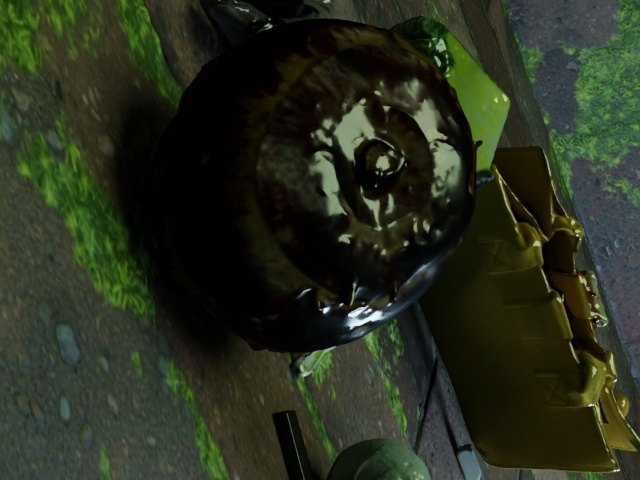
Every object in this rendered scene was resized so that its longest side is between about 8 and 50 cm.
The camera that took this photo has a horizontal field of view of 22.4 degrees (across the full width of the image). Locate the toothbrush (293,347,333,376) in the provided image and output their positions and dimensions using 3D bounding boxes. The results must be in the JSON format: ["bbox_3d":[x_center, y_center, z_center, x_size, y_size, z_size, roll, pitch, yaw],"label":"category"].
[{"bbox_3d":[0.016,0.100,1.685,0.022,0.026,0.263,66,18,-4],"label":"toothbrush"}]

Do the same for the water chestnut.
[{"bbox_3d":[-0.021,-0.047,1.391,0.300,0.300,0.300,-16,90,-73],"label":"water chestnut"}]

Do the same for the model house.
[{"bbox_3d":[0.081,-0.107,1.817,0.170,0.194,0.211,47,41,-28],"label":"model house"}]

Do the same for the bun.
[{"bbox_3d":[0.048,0.256,1.504,0.083,0.141,0.141,-8,81,-33],"label":"bun"}]

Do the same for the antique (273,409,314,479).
[{"bbox_3d":[-0.008,0.249,1.493,0.031,0.015,0.192,-6,80,-73],"label":"antique"}]

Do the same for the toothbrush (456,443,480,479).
[{"bbox_3d":[0.240,0.419,2.104,0.030,0.025,0.342,-64,135,-73],"label":"toothbrush"}]

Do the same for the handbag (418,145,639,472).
[{"bbox_3d":[0.244,0.084,1.967,0.283,0.133,0.401,-2,-70,67],"label":"handbag"}]

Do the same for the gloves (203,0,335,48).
[{"bbox_3d":[-0.038,-0.242,1.661,0.119,0.142,0.285,44,21,-1],"label":"gloves"}]
